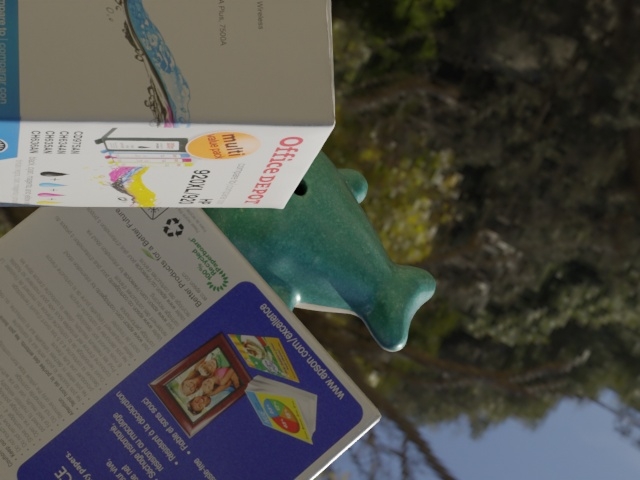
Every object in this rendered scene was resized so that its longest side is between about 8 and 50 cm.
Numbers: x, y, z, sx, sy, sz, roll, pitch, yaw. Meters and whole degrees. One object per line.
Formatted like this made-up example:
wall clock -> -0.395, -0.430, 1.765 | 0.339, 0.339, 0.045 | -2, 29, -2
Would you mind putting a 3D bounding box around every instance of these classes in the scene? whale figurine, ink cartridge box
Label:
whale figurine -> 0.000, 0.000, 1.547 | 0.272, 0.141, 0.216 | 34, -120, -1
ink cartridge box -> -0.122, -0.120, 0.911 | 0.233, 0.168, 0.171 | 0, 164, -13
ink cartridge box -> -0.165, 0.124, 1.146 | 0.303, 0.307, 0.072 | 49, 171, 8
